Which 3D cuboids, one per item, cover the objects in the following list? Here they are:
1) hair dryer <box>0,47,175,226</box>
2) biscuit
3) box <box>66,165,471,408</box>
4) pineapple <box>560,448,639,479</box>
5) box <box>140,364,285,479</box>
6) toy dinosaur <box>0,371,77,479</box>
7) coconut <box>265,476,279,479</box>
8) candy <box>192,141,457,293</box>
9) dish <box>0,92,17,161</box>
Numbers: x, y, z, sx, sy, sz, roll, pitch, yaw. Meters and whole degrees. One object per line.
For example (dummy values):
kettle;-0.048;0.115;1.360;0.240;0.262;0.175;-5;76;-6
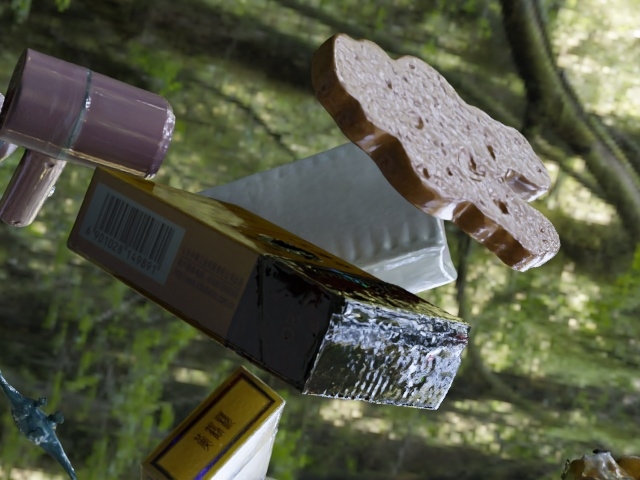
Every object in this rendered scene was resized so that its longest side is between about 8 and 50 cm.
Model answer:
hair dryer;-0.358;-0.109;1.788;0.352;0.210;0.125;-45;-147;50
biscuit;0.120;-0.095;1.323;0.047;0.333;0.202;-37;-143;33
box;-0.061;0.054;1.487;0.415;0.264;0.116;27;-84;39
pineapple;0.263;0.351;0.992;0.344;0.208;0.286;87;8;-60
box;-0.152;0.317;1.720;0.193;0.084;0.301;-45;163;-31
toy dinosaur;-0.361;0.233;1.647;0.045;0.197;0.080;-39;-169;-28
coconut;-0.134;0.555;2.141;0.352;0.352;0.353;-169;-90;-79
candy;0.000;-0.001;1.802;0.145;0.358;0.208;61;12;-60
dish;-0.531;-0.155;1.797;0.213;0.213;0.090;117;-8;-55
